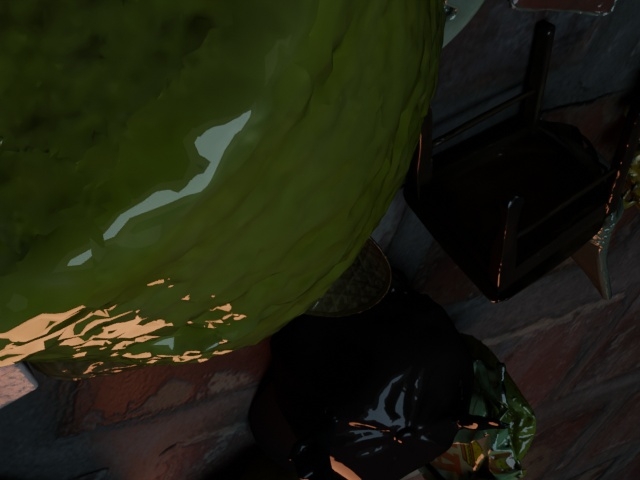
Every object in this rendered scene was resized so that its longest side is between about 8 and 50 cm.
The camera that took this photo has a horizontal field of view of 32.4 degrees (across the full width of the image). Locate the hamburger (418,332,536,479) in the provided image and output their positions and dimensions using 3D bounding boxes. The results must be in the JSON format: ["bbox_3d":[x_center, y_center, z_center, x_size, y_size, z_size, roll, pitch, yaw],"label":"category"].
[{"bbox_3d":[0.179,0.204,1.352,0.125,0.214,0.235,-23,145,-42],"label":"hamburger"}]

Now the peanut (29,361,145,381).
[{"bbox_3d":[-0.137,0.039,0.889,0.226,0.108,0.095,-33,160,-4],"label":"peanut"}]

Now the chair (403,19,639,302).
[{"bbox_3d":[0.193,-0.034,1.063,0.186,0.160,0.319,-32,151,-14],"label":"chair"}]

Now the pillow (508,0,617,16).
[{"bbox_3d":[0.234,-0.275,0.850,0.126,0.043,0.232,-9,141,-36],"label":"pillow"}]

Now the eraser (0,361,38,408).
[{"bbox_3d":[-0.305,0.079,0.821,0.124,0.068,0.210,-30,151,-11],"label":"eraser"}]

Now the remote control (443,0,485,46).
[{"bbox_3d":[0.036,-0.190,0.787,0.233,0.038,0.098,5,134,-49],"label":"remote control"}]

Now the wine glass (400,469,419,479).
[{"bbox_3d":[0.115,0.280,1.514,0.202,0.093,0.093,-11,144,-35],"label":"wine glass"}]

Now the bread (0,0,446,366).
[{"bbox_3d":[-0.115,-0.101,0.486,0.348,0.348,0.308,-37,158,6],"label":"bread"}]

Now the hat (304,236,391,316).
[{"bbox_3d":[0.000,0.000,1.019,0.146,0.067,0.146,9,138,8],"label":"hat"}]

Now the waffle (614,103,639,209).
[{"bbox_3d":[0.445,-0.142,1.239,0.329,0.062,0.329,-26,151,-15],"label":"waffle"}]

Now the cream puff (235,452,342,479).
[{"bbox_3d":[-0.039,0.387,1.420,0.281,0.185,0.282,0,118,-1],"label":"cream puff"}]

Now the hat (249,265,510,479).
[{"bbox_3d":[0.052,0.209,1.191,0.238,0.209,0.336,5,133,-22],"label":"hat"}]
